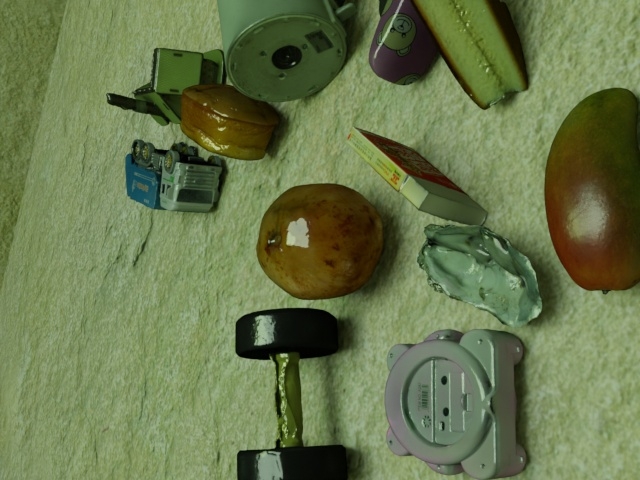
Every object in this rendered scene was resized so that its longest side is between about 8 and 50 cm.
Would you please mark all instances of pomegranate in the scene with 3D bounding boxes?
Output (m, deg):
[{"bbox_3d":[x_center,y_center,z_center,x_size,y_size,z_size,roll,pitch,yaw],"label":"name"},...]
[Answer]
[{"bbox_3d":[0.000,0.000,1.400,0.248,0.248,0.248,-14,72,49],"label":"pomegranate"}]

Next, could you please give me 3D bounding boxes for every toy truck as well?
[{"bbox_3d":[-0.400,-0.171,1.987,0.367,0.146,0.175,21,107,54],"label":"toy truck"}]

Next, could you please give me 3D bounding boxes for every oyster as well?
[{"bbox_3d":[0.245,0.048,1.186,0.252,0.087,0.199,-30,79,64],"label":"oyster"}]

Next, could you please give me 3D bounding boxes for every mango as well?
[{"bbox_3d":[0.378,-0.071,1.022,0.146,0.129,0.289,-30,51,46],"label":"mango"}]

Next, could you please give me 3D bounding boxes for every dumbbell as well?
[{"bbox_3d":[-0.059,0.301,1.415,0.203,0.203,0.323,-21,66,47],"label":"dumbbell"}]

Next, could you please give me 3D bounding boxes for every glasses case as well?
[{"bbox_3d":[0.187,-0.429,1.328,0.076,0.123,0.316,47,119,51],"label":"glasses case"}]

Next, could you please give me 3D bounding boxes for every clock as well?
[{"bbox_3d":[0.205,0.256,1.193,0.248,0.090,0.228,-12,73,51],"label":"clock"}]

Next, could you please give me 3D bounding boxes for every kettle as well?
[{"bbox_3d":[-0.063,-0.543,1.601,0.361,0.250,0.377,-28,57,21],"label":"kettle"}]

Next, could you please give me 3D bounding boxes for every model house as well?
[{"bbox_3d":[-0.412,-0.415,1.945,0.205,0.278,0.218,1,85,49],"label":"model house"}]

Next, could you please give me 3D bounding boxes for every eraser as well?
[{"bbox_3d":[0.160,-0.109,1.267,0.038,0.157,0.230,-60,43,19],"label":"eraser"}]

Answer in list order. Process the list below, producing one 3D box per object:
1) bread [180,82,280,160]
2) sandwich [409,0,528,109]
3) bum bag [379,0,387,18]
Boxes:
[{"bbox_3d":[-0.215,-0.285,1.742,0.269,0.195,0.143,37,118,43],"label":"bread"},{"bbox_3d":[0.246,-0.341,1.223,0.122,0.128,0.236,-23,108,28],"label":"sandwich"},{"bbox_3d":[0.192,-0.561,1.394,0.142,0.079,0.326,42,111,39],"label":"bum bag"}]
